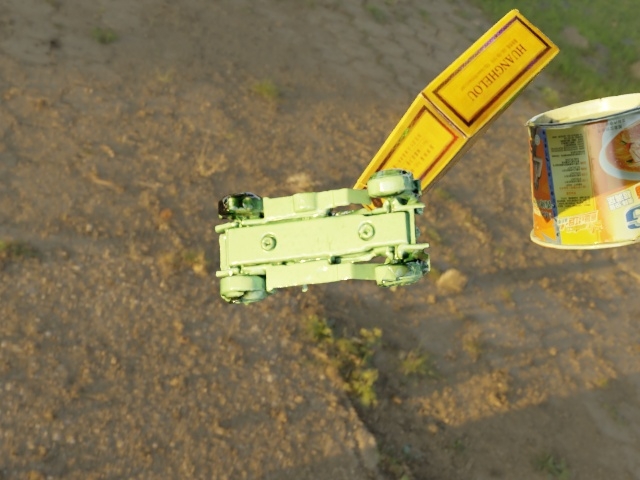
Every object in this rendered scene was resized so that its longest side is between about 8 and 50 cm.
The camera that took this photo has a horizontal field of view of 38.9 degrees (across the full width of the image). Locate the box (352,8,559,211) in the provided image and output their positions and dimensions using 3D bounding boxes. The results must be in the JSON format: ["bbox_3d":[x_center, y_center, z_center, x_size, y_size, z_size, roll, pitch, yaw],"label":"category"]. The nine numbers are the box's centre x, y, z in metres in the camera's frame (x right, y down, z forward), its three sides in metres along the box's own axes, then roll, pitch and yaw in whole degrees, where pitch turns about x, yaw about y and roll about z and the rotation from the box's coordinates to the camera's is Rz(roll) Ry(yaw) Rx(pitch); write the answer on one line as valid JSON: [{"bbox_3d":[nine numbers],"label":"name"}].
[{"bbox_3d":[0.167,-0.151,1.206,0.084,0.301,0.193,46,66,4],"label":"box"}]

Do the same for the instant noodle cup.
[{"bbox_3d":[0.488,-0.126,1.575,0.297,0.213,0.296,-14,12,3],"label":"instant noodle cup"}]

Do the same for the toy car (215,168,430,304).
[{"bbox_3d":[0.000,0.000,0.575,0.143,0.073,0.054,-8,-12,21],"label":"toy car"}]
